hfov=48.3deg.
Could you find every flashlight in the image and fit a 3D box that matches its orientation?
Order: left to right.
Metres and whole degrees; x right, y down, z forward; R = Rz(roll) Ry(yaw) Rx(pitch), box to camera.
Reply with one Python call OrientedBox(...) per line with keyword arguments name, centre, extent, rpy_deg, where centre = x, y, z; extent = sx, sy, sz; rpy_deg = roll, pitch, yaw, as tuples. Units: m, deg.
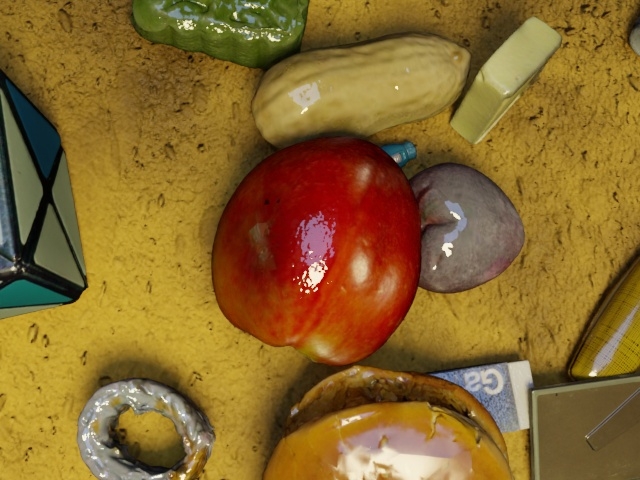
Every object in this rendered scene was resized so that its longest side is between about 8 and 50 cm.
OrientedBox(name="flashlight", centre=(0.071, -0.105, 0.985), extent=(0.129, 0.051, 0.051), rpy_deg=(-24, 81, -14))

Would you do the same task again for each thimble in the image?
OrientedBox(name="thimble", centre=(-0.206, 0.235, 0.853), extent=(0.151, 0.118, 0.127), rpy_deg=(37, 78, 5))

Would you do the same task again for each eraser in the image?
OrientedBox(name="eraser", centre=(0.169, 0.212, 0.921), extent=(0.212, 0.046, 0.092), rpy_deg=(-7, 80, -6))
OrientedBox(name="eraser", centre=(0.242, -0.209, 0.953), extent=(0.058, 0.172, 0.117), rpy_deg=(44, 79, 7))

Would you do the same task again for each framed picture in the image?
OrientedBox(name="framed picture", centre=(0.365, 0.248, 0.913), extent=(0.203, 0.015, 0.150), rpy_deg=(-6, 99, -8))

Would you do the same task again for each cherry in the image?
OrientedBox(name="cherry", centre=(0.173, -0.018, 0.927), extent=(0.176, 0.140, 0.176), rpy_deg=(4, 82, -28))

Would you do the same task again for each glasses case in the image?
OrientedBox(name="glasses case", centre=(0.415, 0.105, 0.954), extent=(0.079, 0.064, 0.234), rpy_deg=(38, 79, -3))

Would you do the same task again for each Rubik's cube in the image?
OrientedBox(name="Rubik's cube", centre=(-0.438, -0.035, 0.829), extent=(0.248, 0.250, 0.246), rpy_deg=(-14, 79, -5))

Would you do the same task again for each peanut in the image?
OrientedBox(name="peanut", centre=(0.055, -0.201, 0.956), extent=(0.318, 0.147, 0.148), rpy_deg=(-19, 80, -20))

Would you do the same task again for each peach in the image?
OrientedBox(name="peach", centre=(0.000, 0.000, 0.843), extent=(0.248, 0.245, 0.275), rpy_deg=(15, 80, 9))

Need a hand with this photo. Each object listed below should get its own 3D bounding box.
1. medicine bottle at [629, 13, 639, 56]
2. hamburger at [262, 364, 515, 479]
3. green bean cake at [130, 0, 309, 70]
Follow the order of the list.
OrientedBox(name="medicine bottle", centre=(0.535, -0.363, 1.055), extent=(0.083, 0.083, 0.203), rpy_deg=(31, 76, 3))
OrientedBox(name="hamburger", centre=(0.076, 0.307, 0.809), extent=(0.289, 0.170, 0.314), rpy_deg=(-1, 106, 4))
OrientedBox(name="green bean cake", centre=(-0.136, -0.359, 0.982), extent=(0.248, 0.125, 0.222), rpy_deg=(4, 78, -3))
